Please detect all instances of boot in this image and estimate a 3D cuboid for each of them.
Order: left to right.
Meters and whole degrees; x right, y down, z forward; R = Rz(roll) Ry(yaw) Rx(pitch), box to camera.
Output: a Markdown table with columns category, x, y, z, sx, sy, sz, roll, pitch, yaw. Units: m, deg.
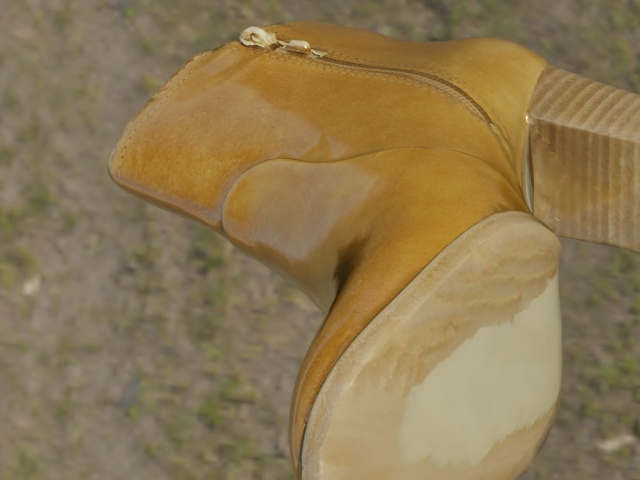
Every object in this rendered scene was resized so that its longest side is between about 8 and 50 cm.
| category | x | y | z | sx | sy | sz | roll | pitch | yaw |
| --- | --- | --- | --- | --- | --- | --- | --- | --- | --- |
| boot | 0.000 | -0.001 | 0.741 | 0.211 | 0.295 | 0.104 | 13 | 121 | 28 |
